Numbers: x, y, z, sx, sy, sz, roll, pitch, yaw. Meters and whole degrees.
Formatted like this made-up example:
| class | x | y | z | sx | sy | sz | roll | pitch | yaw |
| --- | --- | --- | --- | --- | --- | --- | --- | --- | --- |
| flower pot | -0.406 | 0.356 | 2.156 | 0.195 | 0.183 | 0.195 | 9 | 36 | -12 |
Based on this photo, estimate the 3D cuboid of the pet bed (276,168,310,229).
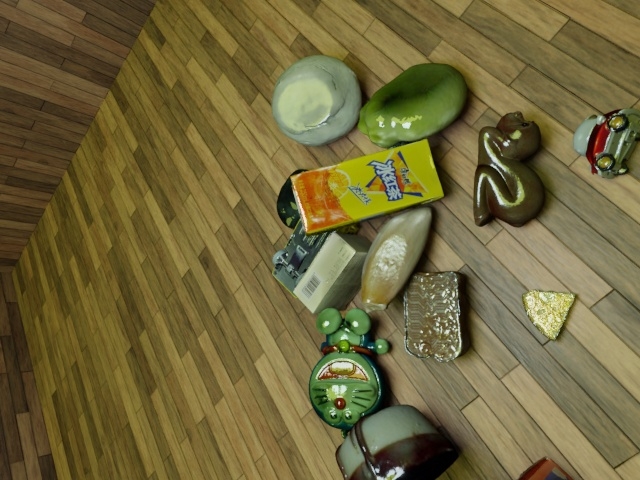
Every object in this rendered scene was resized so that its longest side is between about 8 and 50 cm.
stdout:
| class | x | y | z | sx | sy | sz | roll | pitch | yaw |
| --- | --- | --- | --- | --- | --- | --- | --- | --- | --- |
| pet bed | -0.061 | -0.126 | 1.443 | 0.201 | 0.054 | 0.201 | -8 | 77 | 37 |

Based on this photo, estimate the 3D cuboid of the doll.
| class | x | y | z | sx | sy | sz | roll | pitch | yaw |
| --- | --- | --- | --- | --- | --- | --- | --- | --- | --- |
| doll | 0.074 | 0.345 | 1.184 | 0.199 | 0.186 | 0.321 | 2 | 70 | 18 |

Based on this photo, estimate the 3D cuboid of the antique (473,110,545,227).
| class | x | y | z | sx | sy | sz | roll | pitch | yaw |
| --- | --- | --- | --- | --- | --- | --- | --- | --- | --- |
| antique | 0.430 | -0.159 | 1.025 | 0.144 | 0.121 | 0.256 | 2 | 85 | 36 |

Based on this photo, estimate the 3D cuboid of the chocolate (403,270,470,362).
| class | x | y | z | sx | sy | sz | roll | pitch | yaw |
| --- | --- | --- | --- | --- | --- | --- | --- | --- | --- |
| chocolate | 0.285 | 0.182 | 1.100 | 0.149 | 0.093 | 0.213 | -6 | 78 | 38 |

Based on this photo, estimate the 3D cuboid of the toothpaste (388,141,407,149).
| class | x | y | z | sx | sy | sz | roll | pitch | yaw |
| --- | --- | --- | --- | --- | --- | --- | --- | --- | --- |
| toothpaste | 0.217 | -0.239 | 1.253 | 0.075 | 0.048 | 0.296 | -9 | 80 | 27 |

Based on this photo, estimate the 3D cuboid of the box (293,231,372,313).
| class | x | y | z | sx | sy | sz | roll | pitch | yaw |
| --- | --- | --- | --- | --- | --- | --- | --- | --- | --- |
| box | 0.052 | 0.090 | 1.246 | 0.095 | 0.168 | 0.211 | 44 | 109 | 31 |

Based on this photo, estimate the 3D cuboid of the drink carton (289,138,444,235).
| class | x | y | z | sx | sy | sz | roll | pitch | yaw |
| --- | --- | --- | --- | --- | --- | --- | --- | --- | --- |
| drink carton | 0.113 | -0.129 | 1.137 | 0.352 | 0.111 | 0.154 | -16 | 87 | -3 |

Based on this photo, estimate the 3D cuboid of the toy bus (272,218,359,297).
| class | x | y | z | sx | sy | sz | roll | pitch | yaw |
| --- | --- | --- | --- | --- | --- | --- | --- | --- | --- |
| toy bus | 0.000 | 0.000 | 1.312 | 0.144 | 0.152 | 0.330 | 41 | 109 | 36 |

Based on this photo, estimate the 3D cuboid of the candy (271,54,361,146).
| class | x | y | z | sx | sy | sz | roll | pitch | yaw |
| --- | --- | --- | --- | --- | --- | --- | --- | --- | --- |
| candy | -0.010 | -0.418 | 1.368 | 0.296 | 0.185 | 0.295 | -1 | 87 | 22 |

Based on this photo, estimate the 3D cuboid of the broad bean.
| class | x | y | z | sx | sy | sz | roll | pitch | yaw |
| --- | --- | --- | --- | --- | --- | --- | --- | --- | --- |
| broad bean | 0.237 | -0.346 | 1.163 | 0.291 | 0.119 | 0.238 | -35 | 46 | -2 |

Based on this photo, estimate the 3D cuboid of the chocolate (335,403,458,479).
| class | x | y | z | sx | sy | sz | roll | pitch | yaw |
| --- | --- | --- | --- | --- | --- | --- | --- | --- | --- |
| chocolate | 0.155 | 0.497 | 1.041 | 0.283 | 0.284 | 0.186 | -53 | 56 | 19 |

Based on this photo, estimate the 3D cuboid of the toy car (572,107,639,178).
| class | x | y | z | sx | sy | sz | roll | pitch | yaw |
| --- | --- | --- | --- | --- | --- | --- | --- | --- | --- |
| toy car | 0.580 | -0.204 | 0.934 | 0.112 | 0.112 | 0.139 | 35 | 114 | 51 |

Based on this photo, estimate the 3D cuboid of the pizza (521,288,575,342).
| class | x | y | z | sx | sy | sz | roll | pitch | yaw |
| --- | --- | --- | --- | --- | --- | --- | --- | --- | --- |
| pizza | 0.504 | 0.149 | 0.978 | 0.109 | 0.026 | 0.122 | -37 | 60 | 25 |

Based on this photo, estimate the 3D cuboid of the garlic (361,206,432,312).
| class | x | y | z | sx | sy | sz | roll | pitch | yaw |
| --- | --- | --- | --- | --- | --- | --- | --- | --- | --- |
| garlic | 0.182 | 0.038 | 1.148 | 0.143 | 0.112 | 0.317 | 2 | 63 | 54 |

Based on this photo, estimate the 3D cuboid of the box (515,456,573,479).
| class | x | y | z | sx | sy | sz | roll | pitch | yaw |
| --- | --- | --- | --- | --- | --- | --- | --- | --- | --- |
| box | 0.368 | 0.635 | 0.820 | 0.257 | 0.319 | 0.348 | 42 | 109 | 34 |
